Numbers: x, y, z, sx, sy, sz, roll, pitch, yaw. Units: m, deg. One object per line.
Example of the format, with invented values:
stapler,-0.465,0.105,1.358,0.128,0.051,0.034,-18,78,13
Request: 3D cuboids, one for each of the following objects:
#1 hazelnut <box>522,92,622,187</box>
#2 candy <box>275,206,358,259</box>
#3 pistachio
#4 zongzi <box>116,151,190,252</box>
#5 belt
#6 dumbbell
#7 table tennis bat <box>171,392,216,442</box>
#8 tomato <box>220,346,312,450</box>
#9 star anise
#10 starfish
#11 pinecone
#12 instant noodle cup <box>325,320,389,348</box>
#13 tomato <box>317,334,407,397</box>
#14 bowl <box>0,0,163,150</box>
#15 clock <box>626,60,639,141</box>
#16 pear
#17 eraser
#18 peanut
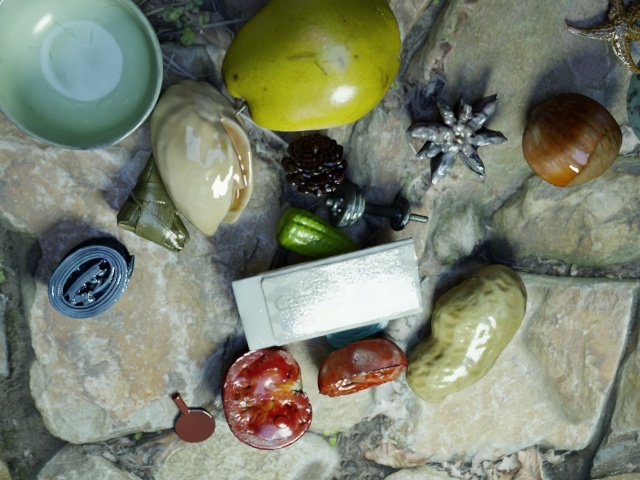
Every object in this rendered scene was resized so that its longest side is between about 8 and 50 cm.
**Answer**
hazelnut,0.550,-0.221,1.474,0.214,0.176,0.214,3,71,-9
candy,0.000,0.000,1.486,0.209,0.097,0.097,25,103,-27
pistachio,-0.238,-0.161,1.334,0.193,0.213,0.318,-34,131,-44
zongzi,-0.324,-0.077,1.405,0.160,0.078,0.176,28,94,-26
belt,-0.484,0.076,1.419,0.190,0.082,0.141,-42,109,7
dumbbell,0.127,-0.068,1.483,0.254,0.110,0.110,9,108,-20
table tennis bat,-0.316,0.432,1.617,0.098,0.019,0.155,-26,115,-1
tomato,-0.133,0.373,1.569,0.200,0.139,0.233,-11,77,-15
star anise,0.294,-0.226,1.458,0.236,0.093,0.229,14,106,-18
starfish,0.656,-0.467,1.463,0.238,0.057,0.213,-12,104,-8
pinecone,-0.012,-0.153,1.406,0.140,0.140,0.121,-18,153,-4
instant noodle cup,0.061,0.149,1.561,0.157,0.070,0.179,-26,113,0
tomato,0.092,0.291,1.571,0.227,0.228,0.101,-19,68,-4
bowl,-0.445,-0.332,1.234,0.307,0.163,0.307,-3,110,-9
clock,0.869,-0.341,1.548,0.312,0.061,0.313,-3,111,-9
pear,-0.013,-0.350,1.271,0.336,0.285,0.285,-8,113,14
eraser,0.020,0.122,1.465,0.396,0.082,0.213,-13,111,-3
peanut,0.343,0.225,1.592,0.192,0.169,0.387,29,102,-13
